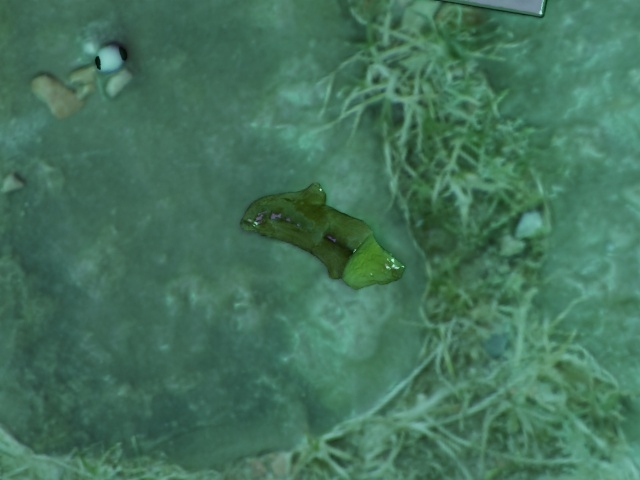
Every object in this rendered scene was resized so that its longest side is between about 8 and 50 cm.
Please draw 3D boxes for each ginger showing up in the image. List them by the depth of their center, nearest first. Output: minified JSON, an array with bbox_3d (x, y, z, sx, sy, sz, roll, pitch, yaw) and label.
[{"bbox_3d":[0.003,-0.005,1.131,0.137,0.044,0.057,28,117,19],"label":"ginger"}]

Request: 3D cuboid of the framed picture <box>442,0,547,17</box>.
[{"bbox_3d":[0.104,-0.334,1.105,0.211,0.020,0.290,13,94,18],"label":"framed picture"}]
